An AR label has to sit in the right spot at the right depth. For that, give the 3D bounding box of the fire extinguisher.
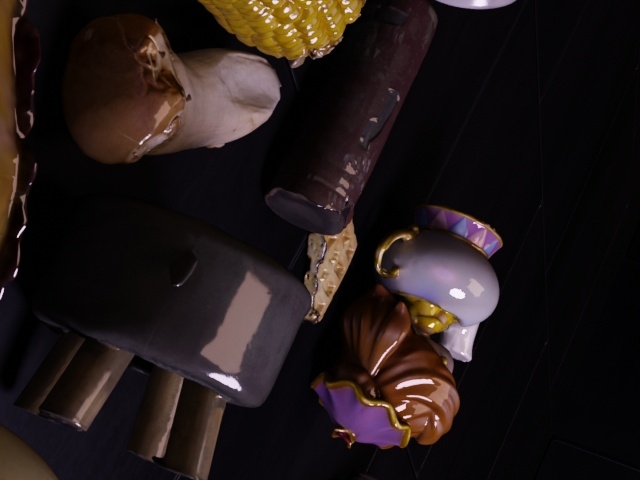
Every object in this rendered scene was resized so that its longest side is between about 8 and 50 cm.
[{"bbox_3d":[0.043,-0.136,1.023,0.267,0.072,0.089,-65,-166,-17],"label":"fire extinguisher"}]

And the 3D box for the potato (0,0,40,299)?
[{"bbox_3d":[-0.227,-0.019,0.294,0.266,0.229,0.229,-12,119,-54],"label":"potato"}]

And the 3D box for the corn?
[{"bbox_3d":[-0.055,-0.192,0.710,0.106,0.106,0.305,-69,156,-6],"label":"corn"}]

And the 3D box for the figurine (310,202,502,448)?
[{"bbox_3d":[0.090,0.097,1.266,0.189,0.142,0.263,36,72,-35],"label":"figurine"}]

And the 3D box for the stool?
[{"bbox_3d":[-0.091,0.066,0.758,0.139,0.153,0.228,-67,159,-12],"label":"stool"}]

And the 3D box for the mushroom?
[{"bbox_3d":[-0.086,-0.093,0.771,0.209,0.071,0.084,-16,90,-69],"label":"mushroom"}]

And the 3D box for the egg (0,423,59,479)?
[{"bbox_3d":[-0.192,0.162,0.589,0.164,0.164,0.201,-55,153,-37],"label":"egg"}]

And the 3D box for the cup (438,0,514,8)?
[{"bbox_3d":[0.130,-0.283,1.114,0.136,0.099,0.133,-26,135,-35],"label":"cup"}]

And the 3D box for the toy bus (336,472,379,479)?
[{"bbox_3d":[0.012,0.363,1.332,0.317,0.112,0.138,-17,127,-63],"label":"toy bus"}]

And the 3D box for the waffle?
[{"bbox_3d":[0.000,0.000,1.113,0.097,0.023,0.152,-61,158,-27],"label":"waffle"}]
